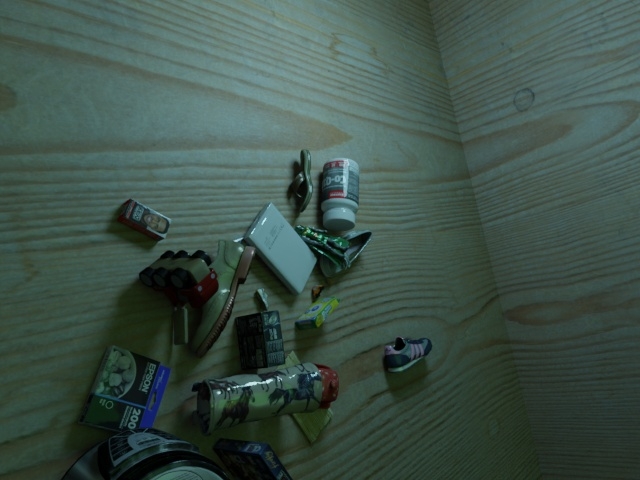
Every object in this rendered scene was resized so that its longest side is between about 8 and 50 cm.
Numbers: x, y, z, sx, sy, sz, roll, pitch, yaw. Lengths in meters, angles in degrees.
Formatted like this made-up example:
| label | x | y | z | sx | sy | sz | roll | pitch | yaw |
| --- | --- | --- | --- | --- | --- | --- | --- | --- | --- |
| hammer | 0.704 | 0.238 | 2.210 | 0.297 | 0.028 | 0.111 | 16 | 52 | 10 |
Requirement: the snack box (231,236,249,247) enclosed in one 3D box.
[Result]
| label | x | y | z | sx | sy | sz | roll | pitch | yaw |
| --- | --- | --- | --- | --- | --- | --- | --- | --- | --- |
| snack box | -0.274 | 0.021 | 1.731 | 0.178 | 0.022 | 0.064 | -24 | 96 | -47 |

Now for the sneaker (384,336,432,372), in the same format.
| label | x | y | z | sx | sy | sz | roll | pitch | yaw |
| --- | --- | --- | --- | --- | --- | --- | --- | --- | --- |
| sneaker | 0.405 | 0.486 | 2.209 | 0.319 | 0.112 | 0.131 | -19 | 94 | -48 |

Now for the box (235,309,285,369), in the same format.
| label | x | y | z | sx | sy | sz | roll | pitch | yaw |
| --- | --- | --- | --- | --- | --- | --- | --- | --- | --- |
| box | -0.202 | 0.331 | 1.611 | 0.078 | 0.147 | 0.180 | 1 | 75 | -45 |

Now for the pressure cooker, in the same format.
| label | x | y | z | sx | sy | sz | roll | pitch | yaw |
| --- | --- | --- | --- | --- | --- | --- | --- | --- | --- |
| pressure cooker | -0.382 | 0.652 | 1.100 | 0.375 | 0.420 | 0.369 | 48 | 56 | -25 |

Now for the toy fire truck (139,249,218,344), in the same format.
| label | x | y | z | sx | sy | sz | roll | pitch | yaw |
| --- | --- | --- | --- | --- | --- | --- | --- | --- | --- |
| toy fire truck | -0.399 | 0.172 | 1.428 | 0.158 | 0.217 | 0.246 | -50 | 127 | -43 |

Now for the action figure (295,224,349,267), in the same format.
| label | x | y | z | sx | sy | sz | roll | pitch | yaw |
| --- | --- | --- | --- | --- | --- | --- | --- | --- | --- |
| action figure | 0.000 | 0.000 | 1.948 | 0.232 | 0.063 | 0.137 | 27 | 51 | -7 |

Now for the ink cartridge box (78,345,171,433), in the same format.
| label | x | y | z | sx | sy | sz | roll | pitch | yaw |
| --- | --- | --- | --- | --- | --- | --- | --- | --- | --- |
| ink cartridge box | -0.520 | 0.421 | 1.329 | 0.208 | 0.045 | 0.206 | 34 | 55 | -36 |

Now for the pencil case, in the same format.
| label | x | y | z | sx | sy | sz | roll | pitch | yaw |
| --- | --- | --- | --- | --- | --- | --- | --- | --- | --- |
| pencil case | -0.184 | 0.484 | 1.500 | 0.411 | 0.183 | 0.159 | 0 | 73 | -34 |

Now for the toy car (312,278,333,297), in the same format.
| label | x | y | z | sx | sy | sz | roll | pitch | yaw |
| --- | --- | --- | --- | --- | --- | --- | --- | --- | --- |
| toy car | 0.002 | 0.193 | 1.963 | 0.041 | 0.060 | 0.122 | 31 | 20 | 18 |

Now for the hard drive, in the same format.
| label | x | y | z | sx | sy | sz | roll | pitch | yaw |
| --- | --- | --- | --- | --- | --- | --- | --- | --- | --- |
| hard drive | -0.142 | 0.032 | 1.828 | 0.307 | 0.040 | 0.203 | 52 | 42 | -26 |

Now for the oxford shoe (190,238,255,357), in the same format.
| label | x | y | z | sx | sy | sz | roll | pitch | yaw |
| --- | --- | --- | --- | --- | --- | --- | --- | --- | --- |
| oxford shoe | -0.343 | 0.179 | 1.561 | 0.147 | 0.140 | 0.396 | 22 | 62 | -4 |

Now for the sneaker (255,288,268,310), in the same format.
| label | x | y | z | sx | sy | sz | roll | pitch | yaw |
| --- | --- | --- | --- | --- | --- | --- | --- | --- | --- |
| sneaker | -0.201 | 0.211 | 1.736 | 0.037 | 0.032 | 0.083 | -27 | 97 | -47 |

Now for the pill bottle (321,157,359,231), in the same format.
| label | x | y | z | sx | sy | sz | roll | pitch | yaw |
| --- | --- | --- | --- | --- | --- | --- | --- | --- | --- |
| pill bottle | 0.084 | -0.194 | 2.070 | 0.161 | 0.161 | 0.283 | 22 | 61 | -40 |

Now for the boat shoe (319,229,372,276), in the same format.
| label | x | y | z | sx | sy | sz | roll | pitch | yaw |
| --- | --- | --- | --- | --- | --- | --- | --- | --- | --- |
| boat shoe | 0.109 | 0.045 | 2.058 | 0.320 | 0.103 | 0.118 | -37 | 103 | -45 |

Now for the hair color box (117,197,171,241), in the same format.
| label | x | y | z | sx | sy | sz | roll | pitch | yaw |
| --- | --- | --- | --- | --- | --- | --- | --- | --- | --- |
| hair color box | -0.535 | -0.062 | 1.476 | 0.141 | 0.043 | 0.071 | 32 | 55 | -36 |

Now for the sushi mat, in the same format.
| label | x | y | z | sx | sy | sz | roll | pitch | yaw |
| --- | --- | --- | --- | --- | --- | --- | --- | --- | --- |
| sushi mat | -0.067 | 0.571 | 1.764 | 0.151 | 0.019 | 0.316 | -44 | 109 | -45 |

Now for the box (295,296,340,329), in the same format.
| label | x | y | z | sx | sy | sz | roll | pitch | yaw |
| --- | --- | --- | --- | --- | --- | --- | --- | --- | --- |
| box | -0.006 | 0.273 | 1.863 | 0.179 | 0.105 | 0.043 | -40 | 107 | -46 |

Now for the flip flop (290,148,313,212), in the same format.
| label | x | y | z | sx | sy | sz | roll | pitch | yaw |
| --- | --- | --- | --- | --- | --- | --- | --- | --- | --- |
| flip flop | -0.082 | -0.244 | 1.970 | 0.080 | 0.112 | 0.276 | 4 | 75 | -18 |

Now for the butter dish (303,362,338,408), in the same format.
| label | x | y | z | sx | sy | sz | roll | pitch | yaw |
| --- | --- | --- | --- | --- | --- | --- | --- | --- | --- |
| butter dish | 0.015 | 0.527 | 1.763 | 0.160 | 0.118 | 0.159 | 22 | 59 | -40 |

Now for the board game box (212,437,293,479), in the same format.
| label | x | y | z | sx | sy | sz | roll | pitch | yaw |
| --- | --- | --- | --- | --- | --- | --- | --- | --- | --- |
| board game box | -0.199 | 0.667 | 1.430 | 0.042 | 0.243 | 0.165 | -42 | 107 | -44 |
